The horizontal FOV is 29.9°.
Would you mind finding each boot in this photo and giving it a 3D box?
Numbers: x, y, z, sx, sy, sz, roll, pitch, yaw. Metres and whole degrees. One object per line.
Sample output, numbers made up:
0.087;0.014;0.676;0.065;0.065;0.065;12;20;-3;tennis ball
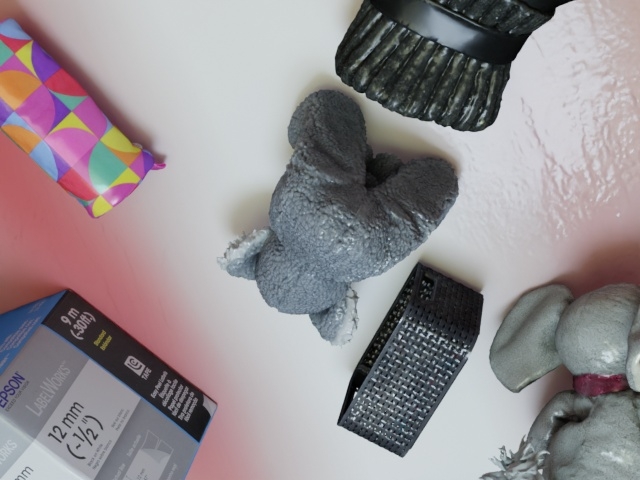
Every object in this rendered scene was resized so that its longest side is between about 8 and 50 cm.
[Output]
0.204;-0.212;1.118;0.348;0.131;0.260;22;111;12;boot

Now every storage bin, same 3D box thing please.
0.099;0.131;1.309;0.084;0.122;0.180;26;117;-2;storage bin

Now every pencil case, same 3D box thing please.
-0.282;-0.128;1.279;0.104;0.104;0.236;-39;105;24;pencil case

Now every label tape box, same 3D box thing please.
-0.305;0.178;1.339;0.347;0.249;0.115;41;116;-9;label tape box

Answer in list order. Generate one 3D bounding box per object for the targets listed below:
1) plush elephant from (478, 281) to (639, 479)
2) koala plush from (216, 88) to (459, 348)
0.316;0.161;1.234;0.330;0.272;0.255;21;81;-34;plush elephant
0.000;0.000;1.243;0.196;0.203;0.221;34;128;-6;koala plush
